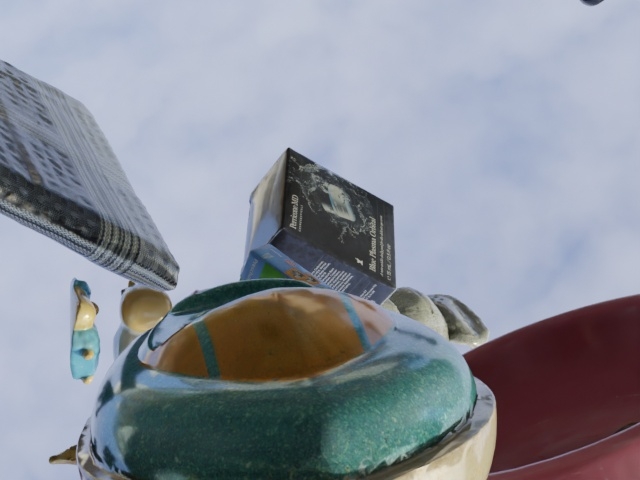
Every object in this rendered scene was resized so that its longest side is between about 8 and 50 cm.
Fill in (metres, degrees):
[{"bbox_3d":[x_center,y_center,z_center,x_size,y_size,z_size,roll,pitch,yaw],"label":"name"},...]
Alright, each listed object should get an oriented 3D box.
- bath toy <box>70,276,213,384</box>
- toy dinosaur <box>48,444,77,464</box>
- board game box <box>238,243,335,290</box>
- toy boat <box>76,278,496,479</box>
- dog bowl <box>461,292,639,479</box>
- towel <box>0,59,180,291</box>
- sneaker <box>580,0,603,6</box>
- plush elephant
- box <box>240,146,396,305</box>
[{"bbox_3d":[-0.177,0.123,1.745,0.348,0.151,0.129,5,-130,-18],"label":"bath toy"},{"bbox_3d":[-0.161,0.149,1.119,0.053,0.092,0.183,38,-107,12],"label":"toy dinosaur"},{"bbox_3d":[-0.008,0.126,1.231,0.211,0.160,0.039,34,-152,24],"label":"board game box"},{"bbox_3d":[-0.081,0.080,0.561,0.318,0.148,0.267,-10,-172,-15],"label":"toy boat"},{"bbox_3d":[0.213,0.174,0.996,0.408,0.150,0.408,-23,-171,4],"label":"dog bowl"},{"bbox_3d":[-0.294,-0.098,1.117,0.056,0.312,0.324,-50,-141,12],"label":"towel"},{"bbox_3d":[0.330,-0.402,1.762,0.268,0.153,0.101,9,-109,31],"label":"sneaker"},{"bbox_3d":[0.066,0.146,1.620,0.255,0.272,0.330,19,-81,52],"label":"plush elephant"},{"bbox_3d":[0.000,0.000,1.440,0.093,0.158,0.156,-49,-156,33],"label":"box"}]
